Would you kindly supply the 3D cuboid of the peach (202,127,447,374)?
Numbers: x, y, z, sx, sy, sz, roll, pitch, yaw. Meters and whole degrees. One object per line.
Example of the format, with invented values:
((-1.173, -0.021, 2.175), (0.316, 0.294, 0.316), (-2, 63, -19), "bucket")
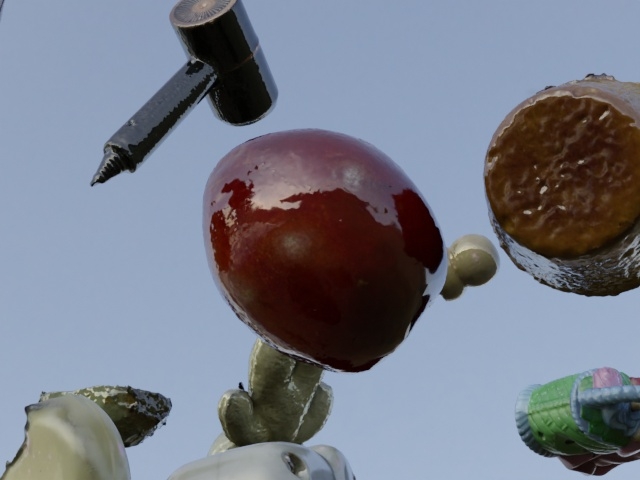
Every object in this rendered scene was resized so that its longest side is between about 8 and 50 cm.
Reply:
((0.000, 0.000, 1.257), (0.199, 0.243, 0.243), (-41, -51, 8), "peach")

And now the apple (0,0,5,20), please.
((-0.367, -0.259, 1.161), (0.194, 0.261, 0.261), (-8, -23, -43), "apple")

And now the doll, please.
((-0.067, 0.232, 1.860), (0.175, 0.149, 0.278), (14, -74, -15), "doll")

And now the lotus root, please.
((-0.254, 0.222, 1.674), (0.144, 0.070, 0.143), (-13, -23, 35), "lotus root")

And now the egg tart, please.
((0.243, -0.057, 1.256), (0.215, 0.215, 0.171), (-11, -8, 19), "egg tart")

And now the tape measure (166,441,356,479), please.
((-0.015, 0.275, 0.971), (0.130, 0.258, 0.265), (-14, -14, 9), "tape measure")

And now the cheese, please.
((-0.212, 0.263, 1.157), (0.163, 0.249, 0.071), (-40, -34, 23), "cheese")

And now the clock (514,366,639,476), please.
((0.343, 0.202, 1.528), (0.195, 0.100, 0.194), (-14, -29, 40), "clock")

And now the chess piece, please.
((0.143, 0.048, 1.721), (0.170, 0.094, 0.094), (-25, -45, 15), "chess piece")

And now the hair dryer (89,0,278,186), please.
((-0.197, -0.171, 1.870), (0.107, 0.352, 0.189), (11, -41, 37), "hair dryer")
